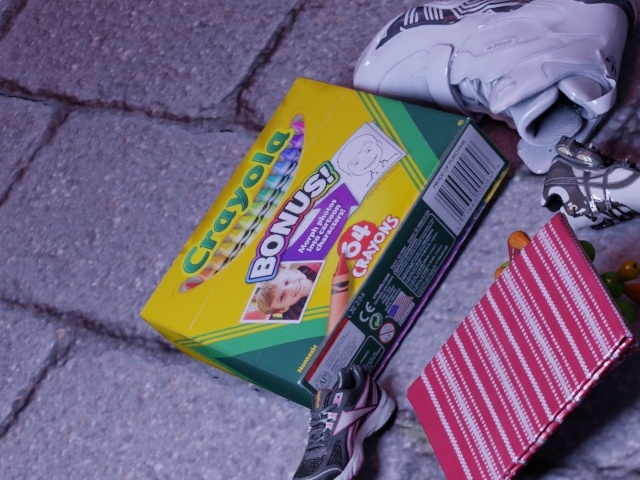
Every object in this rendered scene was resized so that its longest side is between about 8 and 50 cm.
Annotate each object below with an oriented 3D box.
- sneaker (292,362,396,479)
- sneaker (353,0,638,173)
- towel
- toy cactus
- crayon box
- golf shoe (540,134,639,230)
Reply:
[{"bbox_3d":[0.010,0.199,2.090,0.072,0.077,0.178,-18,24,35],"label":"sneaker"},{"bbox_3d":[0.191,-0.181,2.280,0.366,0.137,0.210,-16,43,27],"label":"sneaker"},{"bbox_3d":[0.198,0.130,1.977,0.275,0.031,0.199,-52,38,25],"label":"towel"},{"bbox_3d":[0.244,0.085,2.036,0.219,0.112,0.180,24,91,47],"label":"toy cactus"},{"bbox_3d":[0.000,0.000,2.293,0.313,0.106,0.363,19,71,48],"label":"crayon box"},{"bbox_3d":[0.315,-0.043,2.108,0.198,0.077,0.094,27,89,55],"label":"golf shoe"}]
